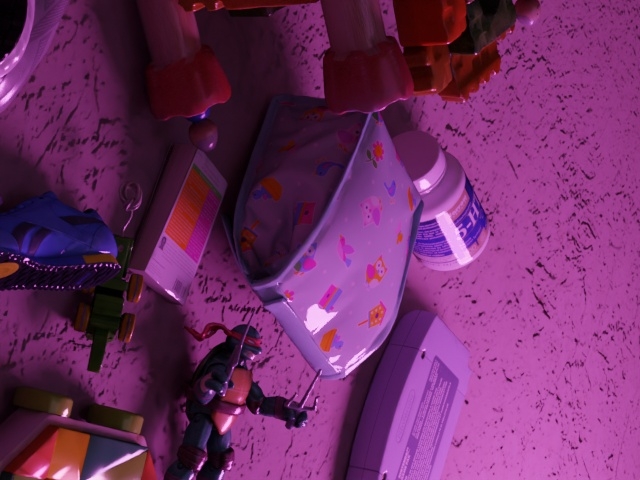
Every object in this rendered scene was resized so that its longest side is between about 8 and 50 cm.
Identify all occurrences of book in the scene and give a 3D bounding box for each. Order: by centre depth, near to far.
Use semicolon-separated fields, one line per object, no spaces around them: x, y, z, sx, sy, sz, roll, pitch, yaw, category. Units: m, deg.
-0.145;-0.016;1.692;0.096;0.035;0.144;49;56;-56;book

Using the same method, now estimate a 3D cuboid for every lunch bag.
0.000;0.000;1.822;0.223;0.160;0.262;58;43;-49;lunch bag

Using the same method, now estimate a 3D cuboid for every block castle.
0.044;-0.256;1.695;0.453;0.303;0.212;-41;124;-49;block castle

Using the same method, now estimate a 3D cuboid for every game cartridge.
0.118;0.254;2.192;0.198;0.062;0.297;44;60;-50;game cartridge

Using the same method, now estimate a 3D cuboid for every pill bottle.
0.143;-0.054;2.099;0.186;0.112;0.112;56;50;-49;pill bottle

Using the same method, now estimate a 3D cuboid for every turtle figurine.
-0.094;0.178;1.743;0.175;0.118;0.234;16;99;-45;turtle figurine

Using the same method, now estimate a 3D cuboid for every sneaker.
-0.261;-0.224;1.399;0.108;0.100;0.271;95;15;-60;sneaker
-0.271;-0.002;1.459;0.209;0.069;0.082;3;62;-52;sneaker

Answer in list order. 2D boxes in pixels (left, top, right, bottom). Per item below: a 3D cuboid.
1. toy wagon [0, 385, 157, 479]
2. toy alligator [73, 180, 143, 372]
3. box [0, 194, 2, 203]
-0.272;0.273;1.505;0.344;0.068;0.267;27;73;-59;toy wagon
-0.204;0.036;1.588;0.051;0.056;0.189;161;-59;-76;toy alligator
-0.364;-0.100;1.226;0.184;0.103;0.261;-45;134;-43;box
